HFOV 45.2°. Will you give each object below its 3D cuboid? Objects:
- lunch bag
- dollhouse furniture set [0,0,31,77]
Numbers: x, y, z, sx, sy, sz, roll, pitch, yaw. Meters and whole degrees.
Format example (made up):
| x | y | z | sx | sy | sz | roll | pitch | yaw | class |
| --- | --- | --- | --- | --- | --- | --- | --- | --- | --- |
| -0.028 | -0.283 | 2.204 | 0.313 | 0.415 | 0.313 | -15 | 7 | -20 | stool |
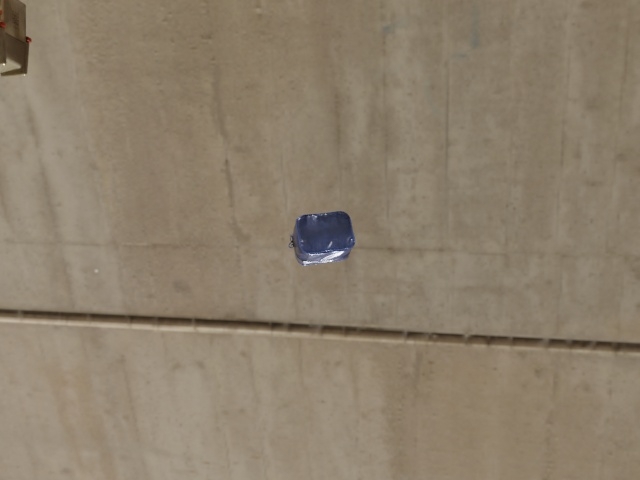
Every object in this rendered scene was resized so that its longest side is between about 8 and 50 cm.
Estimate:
| x | y | z | sx | sy | sz | roll | pitch | yaw | class |
| --- | --- | --- | --- | --- | --- | --- | --- | --- | --- |
| 0.000 | 0.000 | 1.174 | 0.065 | 0.098 | 0.067 | 105 | 159 | -67 | lunch bag |
| -0.676 | -0.366 | 1.421 | 0.262 | 0.259 | 0.135 | 19 | -113 | -79 | dollhouse furniture set |
